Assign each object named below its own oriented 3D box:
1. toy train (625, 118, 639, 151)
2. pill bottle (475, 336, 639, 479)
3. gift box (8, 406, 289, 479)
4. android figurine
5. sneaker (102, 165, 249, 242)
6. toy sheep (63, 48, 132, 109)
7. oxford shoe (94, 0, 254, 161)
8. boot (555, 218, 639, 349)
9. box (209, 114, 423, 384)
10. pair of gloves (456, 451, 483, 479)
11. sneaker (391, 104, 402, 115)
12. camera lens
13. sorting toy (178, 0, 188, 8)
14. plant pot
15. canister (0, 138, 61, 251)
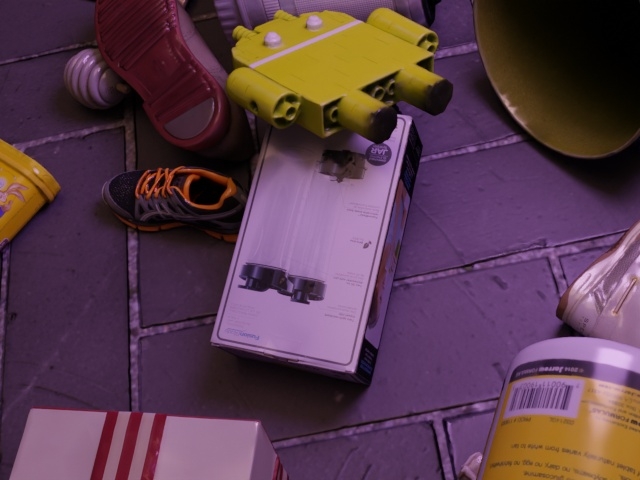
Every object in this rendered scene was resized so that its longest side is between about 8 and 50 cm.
[{"bbox_3d":[0.428,-0.101,1.116,0.158,0.027,0.036,27,78,24],"label":"toy train"},{"bbox_3d":[0.209,0.266,0.794,0.187,0.188,0.334,13,61,19],"label":"pill bottle"},{"bbox_3d":[-0.139,0.309,0.842,0.276,0.255,0.258,-1,56,16],"label":"gift box"},{"bbox_3d":[0.010,-0.197,1.077,0.248,0.056,0.273,-28,45,-28],"label":"android figurine"},{"bbox_3d":[-0.175,-0.059,1.179,0.214,0.083,0.084,7,62,17],"label":"sneaker"},{"bbox_3d":[-0.300,-0.221,1.305,0.132,0.091,0.091,17,62,41],"label":"toy sheep"},{"bbox_3d":[-0.198,-0.233,1.272,0.123,0.130,0.348,-35,61,14],"label":"oxford shoe"},{"bbox_3d":[0.377,0.056,0.999,0.213,0.077,0.165,-40,61,-13],"label":"boot"},{"bbox_3d":[0.000,0.000,1.062,0.169,0.087,0.290,9,76,17],"label":"box"},{"bbox_3d":[0.162,0.310,0.904,0.240,0.042,0.204,-30,57,-9],"label":"pair of gloves"},{"bbox_3d":[0.072,-0.142,1.187,0.090,0.081,0.232,3,66,10],"label":"sneaker"},{"bbox_3d":[0.012,-0.360,1.240,0.274,0.219,0.219,-6,57,13],"label":"camera lens"},{"bbox_3d":[-0.245,-0.436,1.460,0.193,0.038,0.208,17,68,21],"label":"sorting toy"},{"bbox_3d":[0.379,-0.279,1.118,0.293,0.275,0.275,-28,56,-24],"label":"plant pot"},{"bbox_3d":[-0.438,-0.040,1.227,0.126,0.073,0.170,29,70,26],"label":"canister"}]
